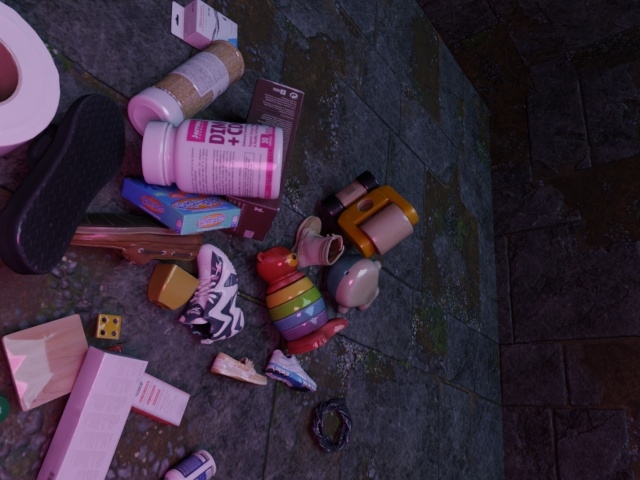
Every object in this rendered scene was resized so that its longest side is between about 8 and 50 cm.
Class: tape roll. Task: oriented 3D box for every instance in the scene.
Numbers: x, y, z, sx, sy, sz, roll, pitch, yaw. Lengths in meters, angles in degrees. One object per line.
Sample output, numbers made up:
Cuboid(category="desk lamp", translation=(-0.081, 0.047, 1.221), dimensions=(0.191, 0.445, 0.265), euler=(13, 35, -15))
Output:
Cuboid(category="tape roll", translation=(-0.608, -0.282, 0.839), dimensions=(0.286, 0.100, 0.286), euler=(19, 65, -49))

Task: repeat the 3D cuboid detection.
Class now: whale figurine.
Cuboid(category="whale figurine", translation=(0.112, 0.143, 1.649), dimensions=(0.216, 0.141, 0.272), euler=(-52, 151, -5))

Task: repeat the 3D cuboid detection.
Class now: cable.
Cuboid(category="cable", translation=(0.032, 0.558, 1.484), dimensions=(0.184, 0.047, 0.150), euler=(2, 83, -55))

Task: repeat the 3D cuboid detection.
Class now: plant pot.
Cuboid(category="plant pot", translation=(-0.335, 0.107, 1.102), dimensions=(0.081, 0.082, 0.083), euler=(43, 60, -37))

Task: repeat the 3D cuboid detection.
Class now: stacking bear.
Cuboid(category="stacking bear", translation=(-0.078, 0.149, 1.363), dimensions=(0.175, 0.164, 0.289), euler=(-25, 89, -53))

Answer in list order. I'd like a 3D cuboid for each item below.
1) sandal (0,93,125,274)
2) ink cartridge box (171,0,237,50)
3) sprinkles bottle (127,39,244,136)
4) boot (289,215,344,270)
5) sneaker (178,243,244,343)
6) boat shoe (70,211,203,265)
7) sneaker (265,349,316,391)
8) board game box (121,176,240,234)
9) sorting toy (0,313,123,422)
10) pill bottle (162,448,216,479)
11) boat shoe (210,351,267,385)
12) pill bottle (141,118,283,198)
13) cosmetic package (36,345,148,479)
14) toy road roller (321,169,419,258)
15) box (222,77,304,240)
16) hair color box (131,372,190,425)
Cuboid(category="sandal", translation=(-0.481, -0.132, 0.908), dimensions=(0.445, 0.107, 0.167), euler=(-84, 173, -46))
Cuboid(category="ink cartridge box", translation=(-0.313, -0.577, 1.350), dimensions=(0.180, 0.060, 0.104), euler=(14, 69, -50))
Cuboid(category="sprinkles bottle", translation=(-0.320, -0.379, 1.229), dimensions=(0.121, 0.121, 0.355), euler=(56, 41, -26))
Cuboid(category="boot", translation=(0.000, 0.000, 1.499), dimensions=(0.077, 0.165, 0.213), euler=(52, 45, -31))
Cuboid(category="sneaker", translation=(-0.271, 0.133, 1.160), dimensions=(0.153, 0.094, 0.234), euler=(-28, 113, -61))
Cuboid(category="boat shoe", translation=(-0.385, 0.004, 1.034), dimensions=(0.307, 0.111, 0.104), euler=(0, 111, -38))
Cuboid(category="sneaker", translation=(-0.071, 0.362, 1.381), dimensions=(0.191, 0.071, 0.082), euler=(44, 42, -37))
Cuboid(category="board game box", translation=(-0.307, -0.084, 1.095), dimensions=(0.160, 0.210, 0.047), euler=(-13, 127, -54))
Cuboid(category="sorting toy", translation=(-0.484, 0.213, 0.895), dimensions=(0.275, 0.046, 0.132), euler=(-17, 94, -53))
Cuboid(category="pill bottle", translation=(-0.287, 0.504, 1.051), dimensions=(0.120, 0.067, 0.067), euler=(-20, 96, -54))
Cuboid(category="boat shoe", translation=(-0.194, 0.320, 1.233), dimensions=(0.170, 0.063, 0.059), euler=(33, 60, -42))
Cuboid(category="pill bottle", translation=(-0.227, -0.178, 1.075), dimensions=(0.283, 0.160, 0.160), euler=(4, 72, -7))
Cuboid(category="cosmetic package", translation=(-0.410, 0.322, 0.898), dimensions=(0.099, 0.060, 0.239), euler=(34, 69, -49))
Cuboid(category="toy road roller", translation=(0.176, -0.052, 1.642), dimensions=(0.329, 0.203, 0.240), euler=(50, -6, 45))
Cuboid(category="box", translation=(-0.158, -0.213, 1.312), dimensions=(0.143, 0.191, 0.381), euler=(14, 62, -13))
Cuboid(category="hair color box", translation=(-0.349, 0.332, 1.041), dimensions=(0.141, 0.043, 0.072), euler=(45, 47, -37))
